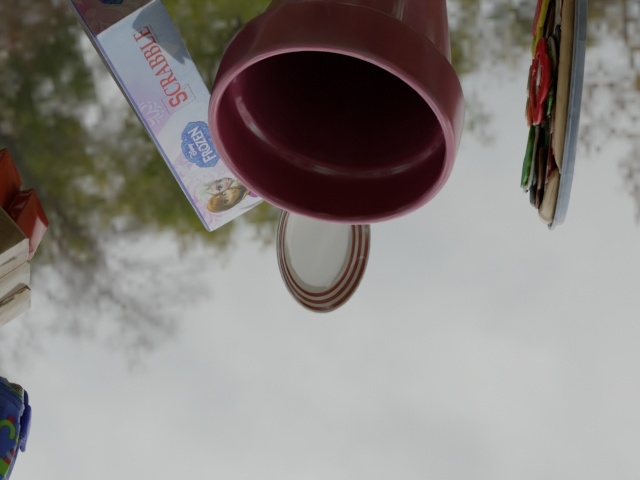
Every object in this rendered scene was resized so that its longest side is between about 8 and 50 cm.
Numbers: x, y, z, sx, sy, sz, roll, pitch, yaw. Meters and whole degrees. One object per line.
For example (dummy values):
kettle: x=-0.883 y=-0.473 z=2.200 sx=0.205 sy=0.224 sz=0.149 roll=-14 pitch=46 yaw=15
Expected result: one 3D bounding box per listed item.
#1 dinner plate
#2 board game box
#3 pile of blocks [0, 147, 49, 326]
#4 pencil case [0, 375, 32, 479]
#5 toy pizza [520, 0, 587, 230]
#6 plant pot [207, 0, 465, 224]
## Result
dinner plate: x=0.000 y=0.000 z=1.774 sx=0.017 sy=0.141 sz=0.141 roll=4 pitch=-151 yaw=38
board game box: x=-0.184 y=-0.208 z=1.633 sx=0.066 sy=0.318 sz=0.318 roll=-31 pitch=-123 yaw=-3
pile of blocks: x=-0.248 y=-0.076 z=0.942 sx=0.112 sy=0.149 sz=0.362 roll=-34 pitch=-135 yaw=-26
pencil case: x=-0.346 y=0.096 z=1.308 sx=0.133 sy=0.306 sz=0.119 roll=-39 pitch=-148 yaw=31
toy pizza: x=0.163 y=-0.107 z=1.315 sx=0.032 sy=0.201 sz=0.201 roll=4 pitch=-151 yaw=3
plant pot: x=0.025 y=-0.143 z=1.486 sx=0.201 sy=0.201 sz=0.180 roll=2 pitch=-132 yaw=16
